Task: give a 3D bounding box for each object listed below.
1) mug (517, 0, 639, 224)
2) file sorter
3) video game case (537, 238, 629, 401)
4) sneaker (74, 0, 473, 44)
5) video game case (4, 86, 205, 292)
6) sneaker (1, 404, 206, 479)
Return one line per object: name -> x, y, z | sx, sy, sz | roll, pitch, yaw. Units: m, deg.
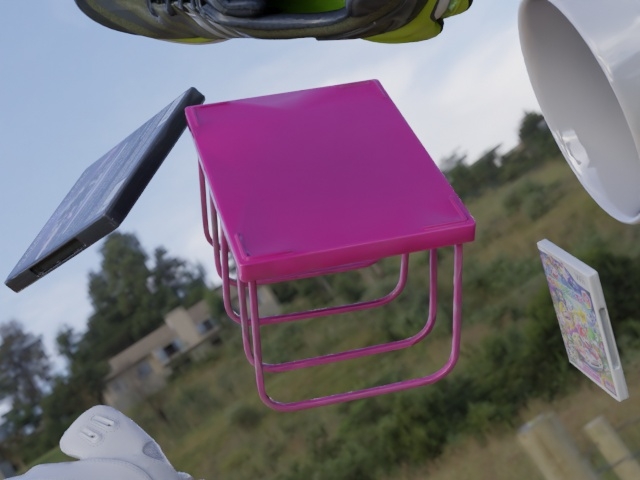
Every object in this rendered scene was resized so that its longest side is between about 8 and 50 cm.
mug -> 0.400, -0.252, 1.261 | 0.328, 0.374, 0.276 | -25, 7, -3
file sorter -> 0.000, 0.000, 1.130 | 0.202, 0.291, 0.182 | -9, -56, -11
video game case -> 0.218, 0.065, 0.983 | 0.011, 0.122, 0.087 | -23, 23, -9
sneaker -> -0.057, -0.180, 0.771 | 0.299, 0.111, 0.121 | 4, 11, 31
video game case -> -0.246, -0.052, 1.327 | 0.274, 0.026, 0.196 | -27, 28, 51
sneaker -> -0.264, 0.243, 0.993 | 0.210, 0.365, 0.137 | -72, -8, -58
